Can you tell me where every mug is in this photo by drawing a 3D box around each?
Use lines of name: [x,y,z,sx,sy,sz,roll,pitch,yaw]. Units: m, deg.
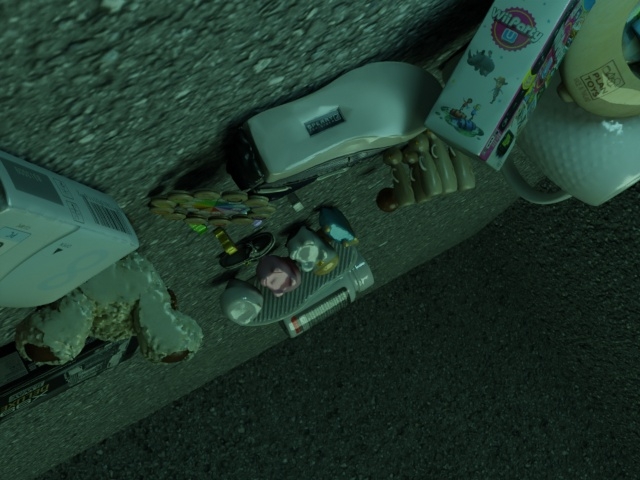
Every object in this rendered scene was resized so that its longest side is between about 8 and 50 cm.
mug: [0.513,-0.226,1.686,0.276,0.328,0.374,-23,166,-40]

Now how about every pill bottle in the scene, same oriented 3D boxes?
pill bottle: [-0.003,0.137,2.285,0.283,0.161,0.161,-30,169,-11]

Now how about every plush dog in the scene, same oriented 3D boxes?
plush dog: [-0.321,0.084,1.230,0.263,0.210,0.225,2,171,-21]

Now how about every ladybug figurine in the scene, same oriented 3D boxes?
ladybug figurine: [0.597,-0.400,1.415,0.449,0.305,0.162,-34,-150,11]

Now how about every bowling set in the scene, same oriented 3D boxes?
bowling set: [0.185,-0.152,1.688,0.200,0.154,0.287,-17,178,25]

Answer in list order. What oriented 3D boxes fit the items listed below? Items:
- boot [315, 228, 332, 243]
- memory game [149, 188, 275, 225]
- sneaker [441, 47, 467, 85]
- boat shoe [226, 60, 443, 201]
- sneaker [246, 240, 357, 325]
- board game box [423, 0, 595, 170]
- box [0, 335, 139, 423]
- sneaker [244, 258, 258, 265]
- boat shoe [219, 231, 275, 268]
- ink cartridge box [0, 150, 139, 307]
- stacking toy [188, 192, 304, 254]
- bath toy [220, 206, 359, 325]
boot: [0.000,0.000,2.027,0.118,0.042,0.087,-33,176,8]
memory game: [-0.158,-0.046,1.186,0.186,0.012,0.186,-1,167,0]
sneaker: [0.314,-0.327,1.380,0.217,0.079,0.121,-29,175,27]
boat shoe: [0.013,-0.156,1.197,0.341,0.127,0.158,-19,172,-24]
sneaker: [-0.070,0.124,2.121,0.366,0.135,0.150,-26,171,-14]
board game box: [0.285,-0.264,1.192,0.303,0.097,0.224,-62,164,9]
box: [-0.487,0.224,1.528,0.307,0.076,0.242,-26,168,-32]
sneaker: [-0.162,0.037,1.727,0.083,0.035,0.031,-20,163,-48]
boat shoe: [-0.152,0.020,1.666,0.125,0.046,0.038,-25,175,7]
ink cartridge box: [-0.434,0.058,0.917,0.385,0.091,0.308,-35,169,5]
stacking toy: [-0.125,-0.048,1.415,0.167,0.052,0.221,-33,169,3]
bath toy: [-0.081,0.060,1.858,0.348,0.129,0.151,-36,125,10]
